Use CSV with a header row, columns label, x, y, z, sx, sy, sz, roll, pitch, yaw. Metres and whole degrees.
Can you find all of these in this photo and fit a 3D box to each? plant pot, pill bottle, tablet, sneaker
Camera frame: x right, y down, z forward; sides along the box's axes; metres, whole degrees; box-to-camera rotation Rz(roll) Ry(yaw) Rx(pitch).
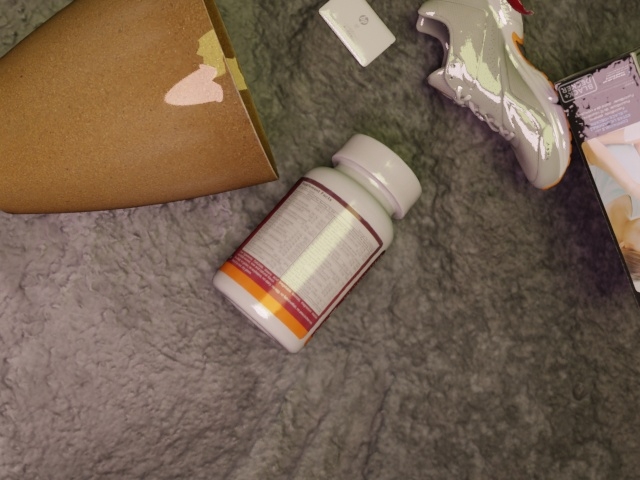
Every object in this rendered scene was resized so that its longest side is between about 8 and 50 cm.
label,x,y,z,sx,sy,sz,roll,pitch,yaw
plant pot,-0.197,-0.123,0.703,0.254,0.237,0.237,-22,95,1
pill bottle,0.000,0.000,0.788,0.121,0.121,0.221,43,79,-10
tablet,0.043,-0.248,0.860,0.054,0.006,0.083,-43,100,-11
sneaker,0.191,-0.172,0.860,0.121,0.099,0.263,-22,87,-6

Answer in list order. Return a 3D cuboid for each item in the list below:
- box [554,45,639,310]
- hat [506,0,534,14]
label,x,y,z,sx,sy,sz,roll,pitch,yaw
box,0.373,-0.069,0.855,0.087,0.169,0.290,-19,95,31
hat,0.133,-0.366,0.844,0.173,0.209,0.184,-10,133,23
